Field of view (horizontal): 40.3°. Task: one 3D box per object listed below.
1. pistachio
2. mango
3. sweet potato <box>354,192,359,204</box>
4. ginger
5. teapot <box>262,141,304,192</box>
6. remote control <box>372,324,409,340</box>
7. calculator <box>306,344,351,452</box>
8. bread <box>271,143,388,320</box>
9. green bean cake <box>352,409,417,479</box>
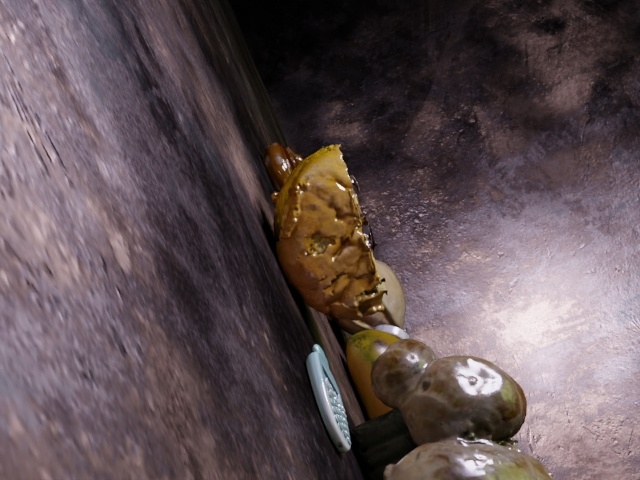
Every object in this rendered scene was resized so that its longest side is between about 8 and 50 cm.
[{"bbox_3d":[0.098,0.127,1.818,0.181,0.162,0.293,51,-2,16],"label":"pistachio"},{"bbox_3d":[0.161,0.303,1.619,0.317,0.173,0.211,55,3,13],"label":"mango"},{"bbox_3d":[0.039,-0.069,1.611,0.226,0.068,0.068,-86,153,-84],"label":"sweet potato"},{"bbox_3d":[0.178,0.265,1.152,0.155,0.244,0.304,94,-8,-53],"label":"ginger"},{"bbox_3d":[-0.067,-0.145,1.806,0.098,0.078,0.129,-43,109,-87],"label":"teapot"},{"bbox_3d":[0.125,0.234,1.770,0.245,0.077,0.022,105,4,-57],"label":"remote control"},{"bbox_3d":[0.009,0.190,1.063,0.153,0.021,0.095,-109,175,-51],"label":"calculator"},{"bbox_3d":[-0.001,-0.004,1.311,0.160,0.147,0.261,-134,-155,-71],"label":"bread"},{"bbox_3d":[0.126,0.342,1.286,0.181,0.094,0.173,58,10,-68],"label":"green bean cake"}]
